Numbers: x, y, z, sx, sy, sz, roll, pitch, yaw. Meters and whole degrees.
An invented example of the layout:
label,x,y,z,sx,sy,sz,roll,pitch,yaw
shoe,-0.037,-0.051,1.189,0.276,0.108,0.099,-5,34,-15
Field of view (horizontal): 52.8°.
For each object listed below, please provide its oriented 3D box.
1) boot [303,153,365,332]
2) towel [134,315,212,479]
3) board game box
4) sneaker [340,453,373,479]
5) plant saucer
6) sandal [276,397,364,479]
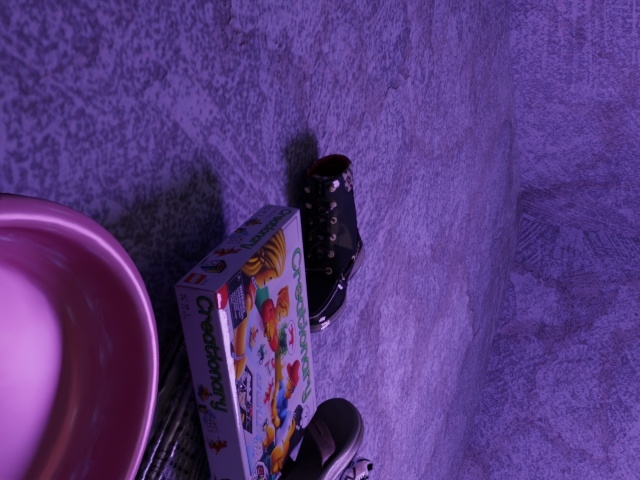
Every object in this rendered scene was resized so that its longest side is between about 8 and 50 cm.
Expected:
label,x,y,z,sx,sy,sz,roll,pitch,yaw
boot,-0.001,-0.001,0.916,0.236,0.085,0.179,-58,146,-52
towel,-0.125,0.242,0.773,0.312,0.056,0.324,-66,151,-27
board game box,-0.072,0.136,0.745,0.193,0.053,0.306,-50,142,-54
sneaker,0.072,0.477,1.303,0.109,0.043,0.040,-45,141,-49
plant saucer,-0.246,0.130,0.435,0.332,0.084,0.332,-35,130,-56
sandal,-0.020,0.316,0.960,0.086,0.120,0.303,59,26,-6
